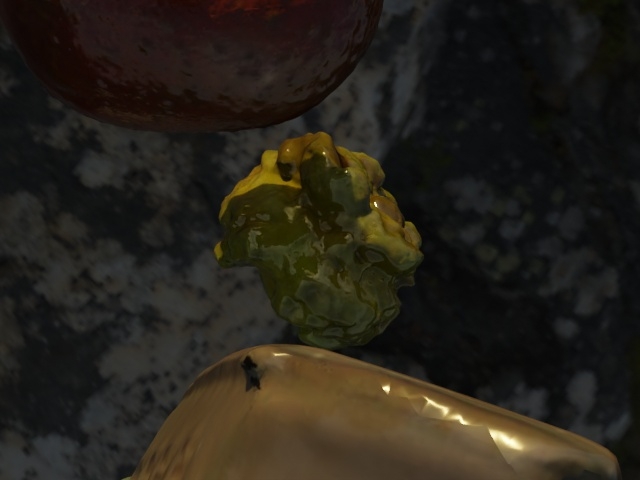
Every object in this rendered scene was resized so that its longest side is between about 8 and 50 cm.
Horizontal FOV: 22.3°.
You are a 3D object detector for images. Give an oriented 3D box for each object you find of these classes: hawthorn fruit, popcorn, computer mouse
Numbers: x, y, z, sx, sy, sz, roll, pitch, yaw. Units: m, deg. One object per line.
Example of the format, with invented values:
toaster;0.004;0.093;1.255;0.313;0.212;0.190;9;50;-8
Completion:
hawthorn fruit;-0.110;-0.201;1.108;0.299;0.275;0.275;3;107;-10
popcorn;0.005;-0.002;1.382;0.155;0.197;0.197;-48;122;2
computer mouse;0.016;0.101;0.456;0.199;0.389;0.115;33;57;-9
